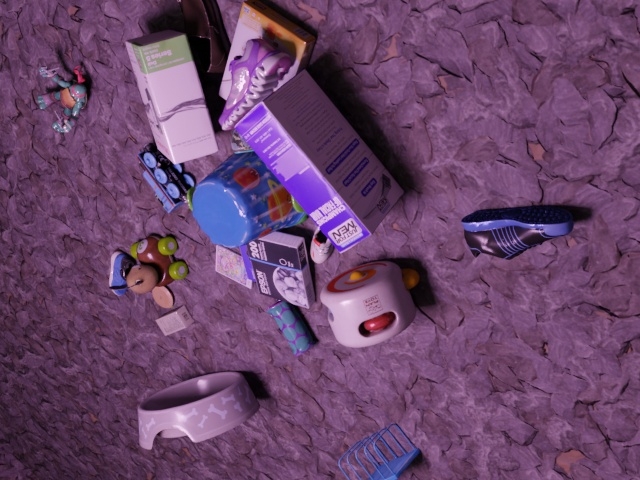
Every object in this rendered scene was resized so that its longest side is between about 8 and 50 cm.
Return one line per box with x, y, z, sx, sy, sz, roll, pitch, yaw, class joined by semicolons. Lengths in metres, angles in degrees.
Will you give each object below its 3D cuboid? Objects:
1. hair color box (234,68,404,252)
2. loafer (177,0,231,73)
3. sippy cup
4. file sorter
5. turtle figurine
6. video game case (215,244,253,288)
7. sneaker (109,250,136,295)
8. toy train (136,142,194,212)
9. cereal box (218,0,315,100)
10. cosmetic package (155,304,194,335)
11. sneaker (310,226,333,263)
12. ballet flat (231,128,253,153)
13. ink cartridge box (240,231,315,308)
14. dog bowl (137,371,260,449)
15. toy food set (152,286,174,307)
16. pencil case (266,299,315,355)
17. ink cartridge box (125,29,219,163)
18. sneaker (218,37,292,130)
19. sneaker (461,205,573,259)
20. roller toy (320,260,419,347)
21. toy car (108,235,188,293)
0.004;-0.164;1.587;0.339;0.185;0.110;49;132;-7;hair color box
-0.264;-0.471;1.710;0.080;0.078;0.220;-14;106;41;loafer
-0.164;-0.099;1.756;0.240;0.224;0.305;49;134;3;sippy cup
0.146;0.561;1.991;0.104;0.118;0.170;52;134;5;file sorter
-0.680;-0.374;2.059;0.234;0.118;0.175;-16;91;57;turtle figurine
-0.228;0.069;2.052;0.122;0.011;0.087;25;128;24;video game case
-0.586;0.113;2.317;0.084;0.058;0.152;28;124;32;sneaker
-0.405;-0.165;2.003;0.184;0.080;0.105;52;140;-1;toy train
-0.120;-0.376;1.679;0.173;0.047;0.240;35;131;14;cereal box
-0.431;0.237;2.285;0.115;0.041;0.060;-22;102;43;cosmetic package
0.000;0.000;1.793;0.057;0.075;0.161;38;132;13;sneaker
-0.102;-0.228;1.691;0.188;0.070;0.070;-5;122;-10;ballet flat
-0.122;0.060;1.911;0.208;0.045;0.206;14;136;27;ink cartridge box
-0.350;0.467;2.170;0.348;0.348;0.102;-11;97;41;dog bowl
-0.465;0.164;2.282;0.083;0.020;0.083;27;129;22;toy food set
-0.077;0.222;1.992;0.070;0.064;0.152;-27;98;31;pencil case
-0.341;-0.331;1.773;0.198;0.114;0.273;-143;36;-62;ink cartridge box
-0.157;-0.335;1.642;0.104;0.095;0.236;48;129;9;sneaker
0.385;-0.010;1.499;0.232;0.081;0.090;1;119;44;sneaker
0.105;0.133;1.713;0.209;0.191;0.146;-9;109;40;roller toy
-0.495;0.086;2.141;0.155;0.188;0.149;-8;111;39;toy car
